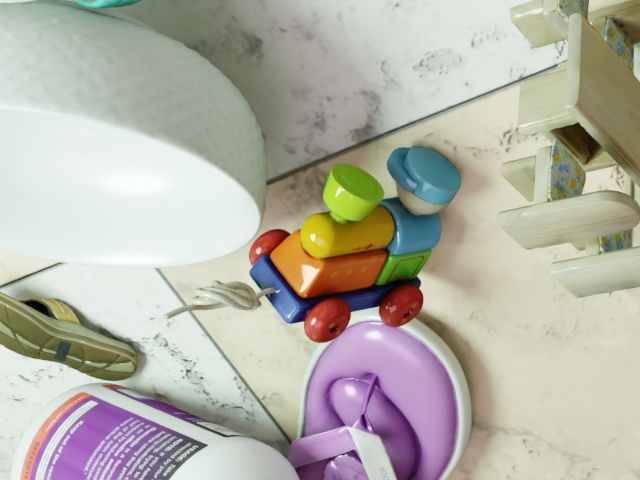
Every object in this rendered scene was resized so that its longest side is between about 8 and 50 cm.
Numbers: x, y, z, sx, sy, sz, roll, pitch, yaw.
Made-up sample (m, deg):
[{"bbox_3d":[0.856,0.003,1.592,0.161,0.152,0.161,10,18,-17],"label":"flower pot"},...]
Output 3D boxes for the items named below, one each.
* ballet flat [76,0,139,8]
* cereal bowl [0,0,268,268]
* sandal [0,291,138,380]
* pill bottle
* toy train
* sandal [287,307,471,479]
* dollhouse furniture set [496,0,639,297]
[{"bbox_3d":[-0.210,-0.244,1.241,0.247,0.087,0.083,37,115,36],"label":"ballet flat"},{"bbox_3d":[-0.206,-0.098,1.290,0.338,0.141,0.339,6,160,2],"label":"cereal bowl"},{"bbox_3d":[-0.264,0.087,1.576,0.180,0.049,0.072,21,140,-13],"label":"sandal"},{"bbox_3d":[-0.139,0.255,1.493,0.323,0.181,0.181,15,136,46],"label":"pill bottle"},{"bbox_3d":[0.000,0.000,1.268,0.105,0.248,0.143,50,129,29],"label":"toy train"},{"bbox_3d":[0.030,0.236,1.521,0.169,0.102,0.416,24,132,5],"label":"sandal"},{"bbox_3d":[0.252,-0.071,1.110,0.161,0.212,0.242,-12,147,33],"label":"dollhouse furniture set"}]
